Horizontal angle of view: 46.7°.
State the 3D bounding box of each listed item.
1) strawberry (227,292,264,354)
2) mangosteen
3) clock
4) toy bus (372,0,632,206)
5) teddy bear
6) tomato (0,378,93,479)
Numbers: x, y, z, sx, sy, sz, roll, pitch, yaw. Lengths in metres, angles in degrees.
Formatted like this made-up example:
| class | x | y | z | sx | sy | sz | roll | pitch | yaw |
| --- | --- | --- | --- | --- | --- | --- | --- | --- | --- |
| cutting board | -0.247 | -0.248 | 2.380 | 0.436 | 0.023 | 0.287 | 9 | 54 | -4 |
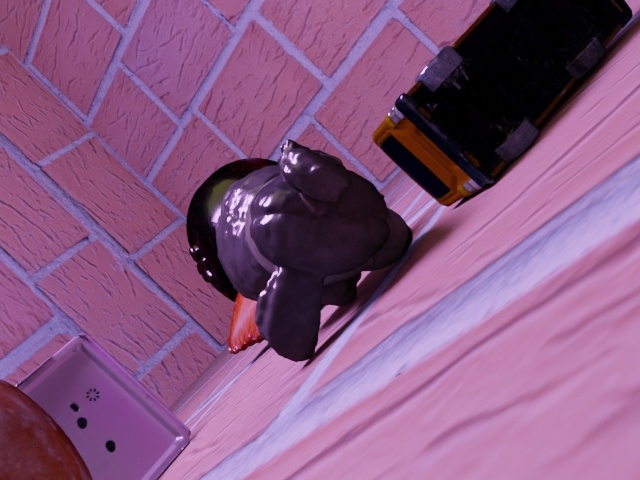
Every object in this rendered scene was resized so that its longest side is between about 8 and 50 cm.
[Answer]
| class | x | y | z | sx | sy | sz | roll | pitch | yaw |
| --- | --- | --- | --- | --- | --- | --- | --- | --- | --- |
| strawberry | -0.053 | 0.070 | 1.076 | 0.236 | 0.107 | 0.175 | 133 | 143 | -59 |
| mangosteen | -0.097 | -0.022 | 1.409 | 0.313 | 0.297 | 0.297 | -24 | 3 | 6 |
| clock | -0.272 | 0.226 | 0.885 | 0.147 | 0.192 | 0.071 | -47 | 0 | -45 |
| toy bus | 0.144 | -0.130 | 0.595 | 0.201 | 0.098 | 0.114 | -48 | 1 | -17 |
| teddy bear | -0.006 | 0.012 | 0.645 | 0.251 | 0.144 | 0.171 | -164 | 84 | -72 |
| tomato | -0.210 | 0.193 | 0.414 | 0.214 | 0.155 | 0.180 | -53 | -31 | -29 |
